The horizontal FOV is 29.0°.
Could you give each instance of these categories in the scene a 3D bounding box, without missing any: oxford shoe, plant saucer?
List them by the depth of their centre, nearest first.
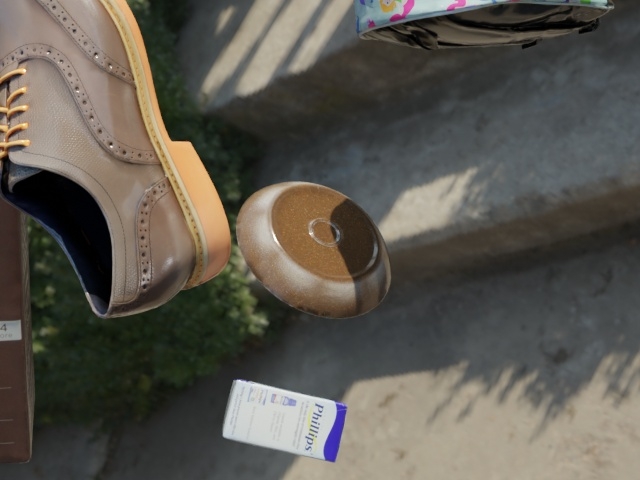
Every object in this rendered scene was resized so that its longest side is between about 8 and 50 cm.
[{"bbox_3d":[-0.210,-0.109,0.988,0.133,0.363,0.130,-31,-1,-42],"label":"oxford shoe"},{"bbox_3d":[0.000,0.000,1.443,0.036,0.198,0.198,122,152,-44],"label":"plant saucer"}]

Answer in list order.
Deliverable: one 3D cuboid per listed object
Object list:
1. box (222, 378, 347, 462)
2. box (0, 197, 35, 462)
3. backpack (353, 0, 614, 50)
[{"bbox_3d":[-0.045,0.215,1.486,0.126,0.137,0.072,131,152,-82],"label":"box"},{"bbox_3d":[-0.395,0.041,1.269,0.143,0.191,0.381,-116,26,-66],"label":"box"},{"bbox_3d":[0.157,-0.289,1.309,0.225,0.253,0.191,-1,102,56],"label":"backpack"}]
